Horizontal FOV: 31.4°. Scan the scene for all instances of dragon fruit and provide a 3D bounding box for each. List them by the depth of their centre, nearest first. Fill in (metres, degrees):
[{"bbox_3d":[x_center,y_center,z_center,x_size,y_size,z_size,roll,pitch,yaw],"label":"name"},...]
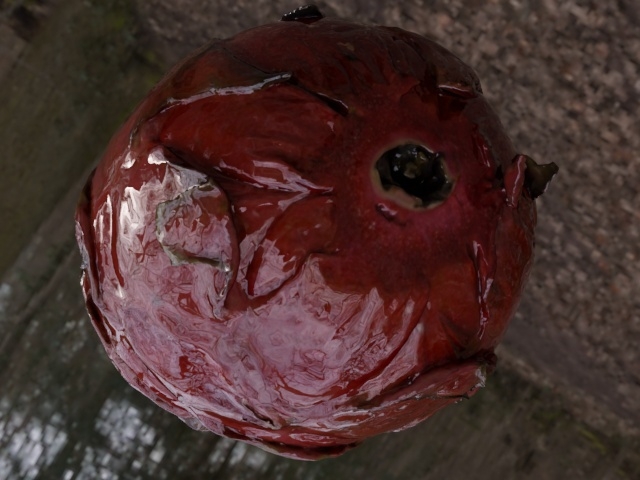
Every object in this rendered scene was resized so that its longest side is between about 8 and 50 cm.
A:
[{"bbox_3d":[-0.008,-0.001,0.589,0.241,0.241,0.252,32,153,12],"label":"dragon fruit"}]
